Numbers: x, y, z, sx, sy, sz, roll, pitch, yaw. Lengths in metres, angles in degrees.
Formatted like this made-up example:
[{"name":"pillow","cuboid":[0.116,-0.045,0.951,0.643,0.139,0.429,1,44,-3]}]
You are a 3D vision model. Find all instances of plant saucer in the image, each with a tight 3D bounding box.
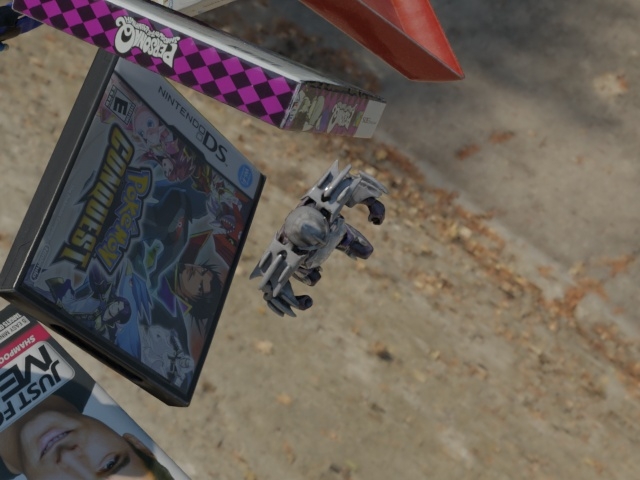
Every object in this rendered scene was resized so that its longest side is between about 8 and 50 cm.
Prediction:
[{"name":"plant saucer","cuboid":[0.019,-0.282,1.136,0.259,0.048,0.258,31,28,-31]}]

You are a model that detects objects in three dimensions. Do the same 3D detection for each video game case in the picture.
[{"name":"video game case","cuboid":[-0.168,-0.014,1.062,0.035,0.275,0.248,-3,-32,35]},{"name":"video game case","cuboid":[-0.084,-0.142,0.848,0.232,0.042,0.210,25,11,16]}]

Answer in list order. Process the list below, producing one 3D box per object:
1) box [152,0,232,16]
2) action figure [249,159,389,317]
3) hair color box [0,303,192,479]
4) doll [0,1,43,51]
[{"name":"box","cuboid":[-0.179,-0.376,1.464,0.038,0.186,0.145,-1,82,-50]},{"name":"action figure","cuboid":[0.000,0.000,1.256,0.099,0.185,0.285,48,-1,4]},{"name":"hair color box","cuboid":[-0.345,0.275,1.413,0.374,0.114,0.185,43,55,12]},{"name":"doll","cuboid":[-0.609,-0.425,2.117,0.189,0.129,0.046,-33,51,-29]}]
